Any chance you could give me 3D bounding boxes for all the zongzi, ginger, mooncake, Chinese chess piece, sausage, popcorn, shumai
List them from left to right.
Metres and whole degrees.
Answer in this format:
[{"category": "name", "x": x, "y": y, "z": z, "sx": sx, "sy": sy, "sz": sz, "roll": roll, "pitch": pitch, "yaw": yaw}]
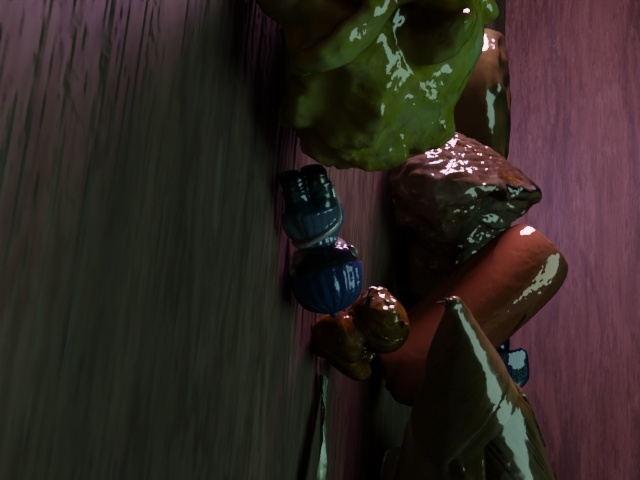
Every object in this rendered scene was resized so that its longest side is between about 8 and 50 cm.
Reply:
[{"category": "ginger", "x": 0.048, "y": 0.102, "z": 0.614, "sx": 0.073, "sy": 0.103, "sz": 0.162, "roll": 58, "pitch": 5, "yaw": 16}, {"category": "popcorn", "x": 0.054, "y": -0.185, "z": 0.512, "sx": 0.255, "sy": 0.195, "sz": 0.256, "roll": 3, "pitch": 106, "yaw": -63}, {"category": "Chinese chess piece", "x": 0.111, "y": 0.347, "z": 0.851, "sx": 0.084, "sy": 0.034, "sz": 0.084, "roll": 1, "pitch": 90, "yaw": -66}, {"category": "zongzi", "x": 0.104, "y": 0.383, "z": 0.635, "sx": 0.500, "sy": 0.218, "sz": 0.467, "roll": -55, "pitch": 128, "yaw": -34}, {"category": "shumai", "x": 0.197, "y": -0.026, "z": 0.964, "sx": 0.346, "sy": 0.217, "sz": 0.283, "roll": -17, "pitch": 139, "yaw": -54}, {"category": "sausage", "x": 0.205, "y": 0.106, "z": 0.809, "sx": 0.304, "sy": 0.121, "sz": 0.121, "roll": -39, "pitch": 140, "yaw": -9}, {"category": "mooncake", "x": 0.297, "y": -0.271, "z": 1.152, "sx": 0.284, "sy": 0.156, "sz": 0.284, "roll": -1, "pitch": 90, "yaw": -66}]

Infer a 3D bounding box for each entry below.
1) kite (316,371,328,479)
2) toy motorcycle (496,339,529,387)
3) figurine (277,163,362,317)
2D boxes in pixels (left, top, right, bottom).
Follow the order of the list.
[{"category": "kite", "x": -0.003, "y": 0.301, "z": 0.528, "sx": 0.406, "sy": 0.014, "sz": 0.368, "roll": 65, "pitch": 25, "yaw": -59}, {"category": "toy motorcycle", "x": 0.273, "y": 0.177, "z": 1.031, "sx": 0.331, "sy": 0.196, "sz": 0.125, "roll": -46, "pitch": 131, "yaw": -58}, {"category": "figurine", "x": 0.003, "y": 0.002, "z": 0.532, "sx": 0.079, "sy": 0.077, "sz": 0.136, "roll": -129, "pitch": -155, "yaw": -58}]
